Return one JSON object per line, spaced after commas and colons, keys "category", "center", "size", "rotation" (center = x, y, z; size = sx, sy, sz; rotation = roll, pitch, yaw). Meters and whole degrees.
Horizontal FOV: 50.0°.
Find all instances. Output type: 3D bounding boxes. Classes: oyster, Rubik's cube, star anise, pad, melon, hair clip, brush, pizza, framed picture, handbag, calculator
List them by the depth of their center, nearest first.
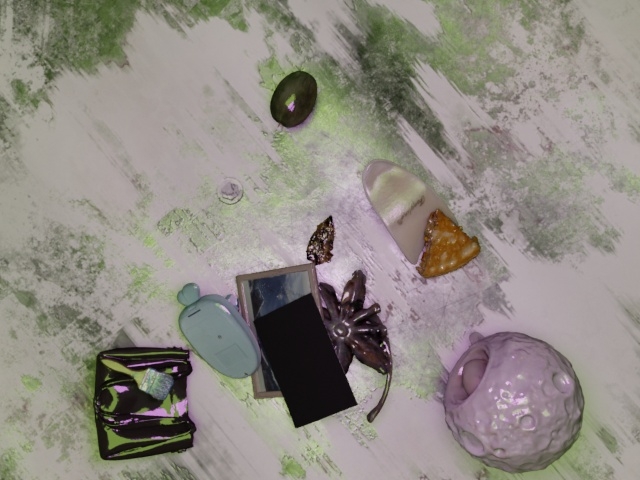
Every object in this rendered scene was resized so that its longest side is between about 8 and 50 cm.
{"category": "brush", "center": [-0.470, 0.339, 1.738], "size": [0.196, 0.021, 0.070], "rotation": [25, 83, -2]}
{"category": "pad", "center": [-0.042, 0.306, 1.740], "size": [0.202, 0.005, 0.300], "rotation": [-28, 80, 27]}
{"category": "framed picture", "center": [-0.094, 0.239, 1.780], "size": [0.247, 0.022, 0.335], "rotation": [-10, 88, 29]}
{"category": "calculator", "center": [-0.271, 0.239, 1.785], "size": [0.184, 0.042, 0.295], "rotation": [-31, 102, 30]}
{"category": "star anise", "center": [0.063, 0.251, 1.788], "size": [0.315, 0.139, 0.360], "rotation": [19, 92, 22]}
{"category": "handbag", "center": [-0.457, 0.422, 1.798], "size": [0.256, 0.113, 0.286], "rotation": [-3, 85, -8]}
{"category": "pizza", "center": [0.321, -0.006, 1.802], "size": [0.188, 0.062, 0.199], "rotation": [-22, 119, -7]}
{"category": "hair clip", "center": [0.220, -0.094, 1.808], "size": [0.172, 0.113, 0.282], "rotation": [-41, 87, -1]}
{"category": "Rubik's cube", "center": [-0.254, 0.187, 1.822], "size": [0.084, 0.073, 0.075], "rotation": [-21, 86, -2]}
{"category": "melon", "center": [-0.073, -0.373, 1.833], "size": [0.114, 0.114, 0.167], "rotation": [30, 85, 3]}
{"category": "oyster", "center": [0.000, 0.000, 1.849], "size": [0.086, 0.029, 0.132], "rotation": [-4, 88, 1]}

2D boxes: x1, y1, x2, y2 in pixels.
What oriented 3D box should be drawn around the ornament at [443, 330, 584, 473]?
{"category": "ornament", "center": [0.474, 0.394, 1.663], "size": [0.336, 0.337, 0.337], "rotation": [0, 86, 1]}
